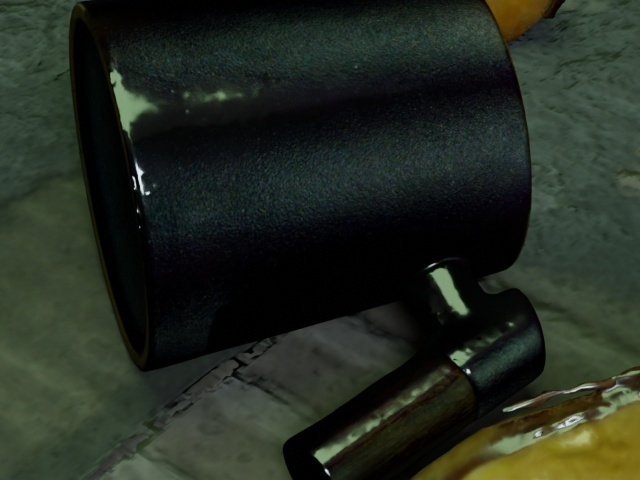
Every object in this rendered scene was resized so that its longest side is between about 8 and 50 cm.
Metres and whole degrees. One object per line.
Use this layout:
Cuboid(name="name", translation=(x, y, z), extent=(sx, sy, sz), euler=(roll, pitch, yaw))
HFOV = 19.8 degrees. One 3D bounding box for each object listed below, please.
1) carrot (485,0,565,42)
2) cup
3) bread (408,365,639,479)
Cuboid(name="carrot", translation=(0.063, -0.204, 1.085), extent=(0.102, 0.102, 0.263), euler=(-11, 34, -6))
Cuboid(name="cup", translation=(-0.005, -0.002, 0.832), extent=(0.177, 0.239, 0.166), euler=(-10, -2, -14))
Cuboid(name="bread", translation=(0.157, 0.124, 0.586), extent=(0.262, 0.204, 0.162), euler=(-20, 39, -12))
